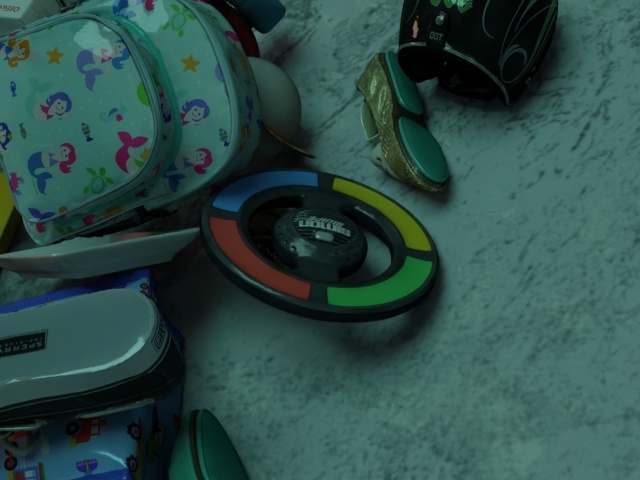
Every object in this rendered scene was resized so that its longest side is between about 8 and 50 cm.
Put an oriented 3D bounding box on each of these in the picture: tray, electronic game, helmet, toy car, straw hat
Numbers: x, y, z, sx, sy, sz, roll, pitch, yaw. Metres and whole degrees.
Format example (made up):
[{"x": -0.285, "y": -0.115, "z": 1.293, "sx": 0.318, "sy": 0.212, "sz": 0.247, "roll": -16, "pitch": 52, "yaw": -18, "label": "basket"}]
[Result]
[{"x": -0.231, "y": 0.015, "z": 1.249, "sx": 0.145, "sy": 0.030, "sz": 0.270, "roll": -12, "pitch": 4, "yaw": -28, "label": "tray"}, {"x": 0.000, "y": 0.000, "z": 1.174, "sx": 0.229, "sy": 0.048, "sz": 0.229, "roll": 11, "pitch": 34, "yaw": -7, "label": "electronic game"}, {"x": 0.164, "y": -0.233, "z": 1.276, "sx": 0.169, "sy": 0.169, "sz": 0.161, "roll": 16, "pitch": 76, "yaw": 35, "label": "helmet"}, {"x": -0.092, "y": -0.157, "z": 1.360, "sx": 0.219, "sy": 0.210, "sz": 0.238, "roll": -46, "pitch": 76, "yaw": 4, "label": "toy car"}, {"x": -0.057, "y": 0.020, "z": 1.244, "sx": 0.061, "sy": 0.145, "sz": 0.144, "roll": -61, "pitch": 40, "yaw": 27, "label": "straw hat"}]

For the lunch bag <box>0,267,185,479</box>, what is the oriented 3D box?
[{"x": -0.288, "y": 0.166, "z": 1.162, "sx": 0.293, "sy": 0.138, "sz": 0.221, "roll": -6, "pitch": 51, "yaw": 8, "label": "lunch bag"}]

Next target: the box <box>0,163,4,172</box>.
[{"x": -0.461, "y": -0.186, "z": 1.543, "sx": 0.087, "sy": 0.169, "sz": 0.290, "roll": -38, "pitch": 48, "yaw": -5, "label": "box"}]

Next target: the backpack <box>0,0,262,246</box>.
[{"x": -0.193, "y": -0.127, "z": 1.204, "sx": 0.254, "sy": 0.191, "sz": 0.225, "roll": -17, "pitch": 90, "yaw": 10, "label": "backpack"}]

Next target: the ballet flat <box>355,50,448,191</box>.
[{"x": 0.079, "y": -0.110, "z": 1.292, "sx": 0.067, "sy": 0.073, "sz": 0.206, "roll": -42, "pitch": 38, "yaw": 28, "label": "ballet flat"}]

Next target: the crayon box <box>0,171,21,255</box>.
[{"x": -0.479, "y": 0.028, "z": 1.440, "sx": 0.319, "sy": 0.081, "sz": 0.202, "roll": -2, "pitch": 54, "yaw": 26, "label": "crayon box"}]

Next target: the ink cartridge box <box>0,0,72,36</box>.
[{"x": -0.393, "y": -0.337, "z": 1.699, "sx": 0.109, "sy": 0.063, "sz": 0.150, "roll": 11, "pitch": 60, "yaw": 33, "label": "ink cartridge box"}]

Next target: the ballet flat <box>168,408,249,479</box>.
[{"x": -0.093, "y": 0.251, "z": 1.071, "sx": 0.087, "sy": 0.083, "sz": 0.247, "roll": -40, "pitch": 45, "yaw": 8, "label": "ballet flat"}]

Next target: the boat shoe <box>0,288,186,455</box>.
[{"x": -0.265, "y": 0.116, "z": 1.054, "sx": 0.306, "sy": 0.105, "sz": 0.113, "roll": -14, "pitch": 47, "yaw": 7, "label": "boat shoe"}]
